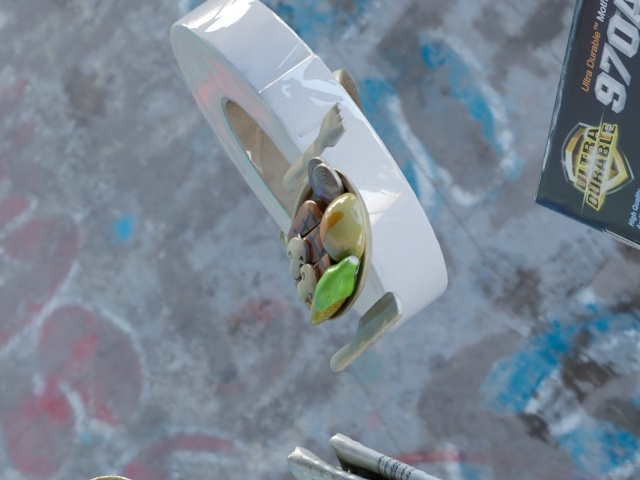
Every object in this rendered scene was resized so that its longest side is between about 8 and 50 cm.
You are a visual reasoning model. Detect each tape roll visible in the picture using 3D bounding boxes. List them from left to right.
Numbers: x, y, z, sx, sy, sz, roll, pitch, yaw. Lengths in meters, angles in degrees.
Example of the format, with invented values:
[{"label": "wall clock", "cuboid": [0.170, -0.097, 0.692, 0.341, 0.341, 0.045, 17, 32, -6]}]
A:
[{"label": "tape roll", "cuboid": [-0.015, -0.080, 1.484, 0.072, 0.392, 0.392, -36, 50, -10]}]

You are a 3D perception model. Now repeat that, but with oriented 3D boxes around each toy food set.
[{"label": "toy food set", "cuboid": [0.000, 0.000, 1.159, 0.132, 0.039, 0.192, -50, 48, 49]}]

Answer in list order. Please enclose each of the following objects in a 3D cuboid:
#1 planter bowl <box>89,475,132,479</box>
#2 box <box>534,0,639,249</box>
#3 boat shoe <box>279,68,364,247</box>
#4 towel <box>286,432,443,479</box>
[{"label": "planter bowl", "cuboid": [-0.171, 0.333, 1.373, 0.217, 0.090, 0.217, -10, 74, 41]}, {"label": "box", "cuboid": [0.180, -0.078, 0.514, 0.175, 0.051, 0.220, 25, 129, 26]}, {"label": "boat shoe", "cuboid": [0.000, -0.115, 1.980, 0.089, 0.104, 0.285, -11, 48, 25]}, {"label": "towel", "cuboid": [0.143, 0.338, 1.562, 0.324, 0.312, 0.056, 14, 58, 38]}]
